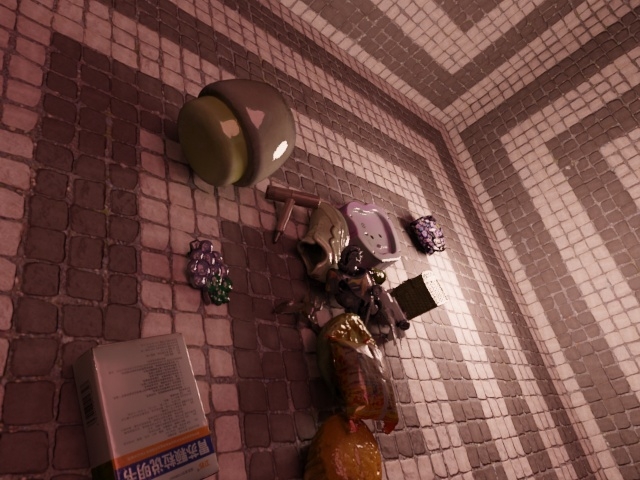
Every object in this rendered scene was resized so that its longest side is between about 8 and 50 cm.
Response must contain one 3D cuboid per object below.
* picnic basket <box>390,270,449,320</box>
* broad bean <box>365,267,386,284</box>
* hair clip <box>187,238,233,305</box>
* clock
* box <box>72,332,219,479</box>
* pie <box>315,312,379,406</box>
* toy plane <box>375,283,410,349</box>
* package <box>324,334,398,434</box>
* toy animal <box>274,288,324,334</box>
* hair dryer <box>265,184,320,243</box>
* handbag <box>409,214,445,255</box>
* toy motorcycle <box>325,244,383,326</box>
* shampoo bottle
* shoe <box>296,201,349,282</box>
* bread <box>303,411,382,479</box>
[{"bbox_3d":[0.380,0.223,1.800,0.134,0.196,0.154,-4,64,-51],"label":"picnic basket"},{"bbox_3d":[0.208,0.144,1.712,0.061,0.077,0.339,28,1,16],"label":"broad bean"},{"bbox_3d":[-0.308,0.091,1.221,0.124,0.052,0.195,-31,95,-46],"label":"hair clip"},{"bbox_3d":[0.195,-0.029,1.874,0.338,0.102,0.338,31,40,-31],"label":"clock"},{"bbox_3d":[-0.346,0.350,0.890,0.200,0.106,0.299,1,62,-50],"label":"box"},{"bbox_3d":[0.097,0.368,1.397,0.302,0.067,0.302,19,64,-44],"label":"pie"},{"bbox_3d":[0.261,0.264,1.648,0.251,0.101,0.255,-84,153,-70],"label":"toy plane"},{"bbox_3d":[0.123,0.389,1.258,0.223,0.108,0.288,22,39,-43],"label":"package"},{"bbox_3d":[-0.027,0.209,1.404,0.219,0.095,0.155,40,47,-24],"label":"toy animal"},{"bbox_3d":[-0.101,-0.082,1.555,0.195,0.053,0.220,10,58,-13],"label":"hair dryer"},{"bbox_3d":[0.556,-0.024,2.289,0.207,0.127,0.229,61,26,10],"label":"handbag"},{"bbox_3d":[0.106,0.167,1.502,0.173,0.108,0.307,-32,117,-19],"label":"toy motorcycle"},{"bbox_3d":[-0.247,-0.330,1.385,0.317,0.322,0.322,-28,84,-35],"label":"shampoo bottle"},{"bbox_3d":[0.000,0.000,1.584,0.210,0.132,0.342,15,54,-47],"label":"shoe"},{"bbox_3d":[0.063,0.575,1.164,0.240,0.139,0.240,31,41,-32],"label":"bread"}]
